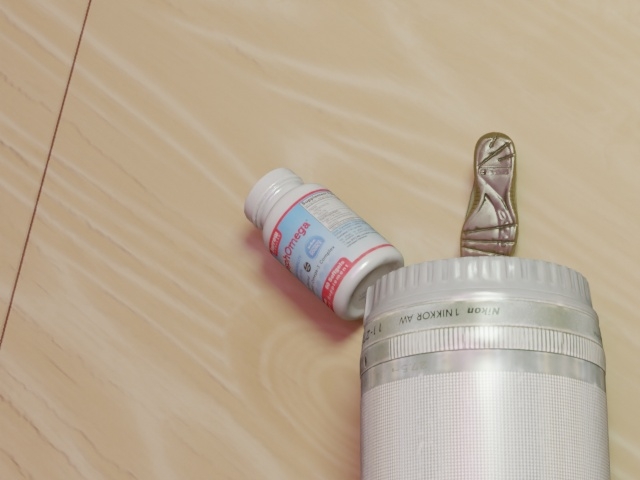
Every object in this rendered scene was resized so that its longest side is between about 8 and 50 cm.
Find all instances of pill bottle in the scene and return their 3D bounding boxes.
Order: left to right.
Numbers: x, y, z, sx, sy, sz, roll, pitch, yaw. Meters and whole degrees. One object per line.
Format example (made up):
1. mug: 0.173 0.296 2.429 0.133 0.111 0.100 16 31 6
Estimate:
1. pill bottle: 0.000 0.000 1.792 0.160 0.087 0.087 41 91 28

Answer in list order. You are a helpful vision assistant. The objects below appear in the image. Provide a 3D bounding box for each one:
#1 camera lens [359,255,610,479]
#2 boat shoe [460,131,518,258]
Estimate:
1. camera lens: 0.144 0.172 1.602 0.219 0.219 0.274 -6 71 20
2. boat shoe: 0.166 -0.027 1.763 0.056 0.048 0.153 1 80 10
